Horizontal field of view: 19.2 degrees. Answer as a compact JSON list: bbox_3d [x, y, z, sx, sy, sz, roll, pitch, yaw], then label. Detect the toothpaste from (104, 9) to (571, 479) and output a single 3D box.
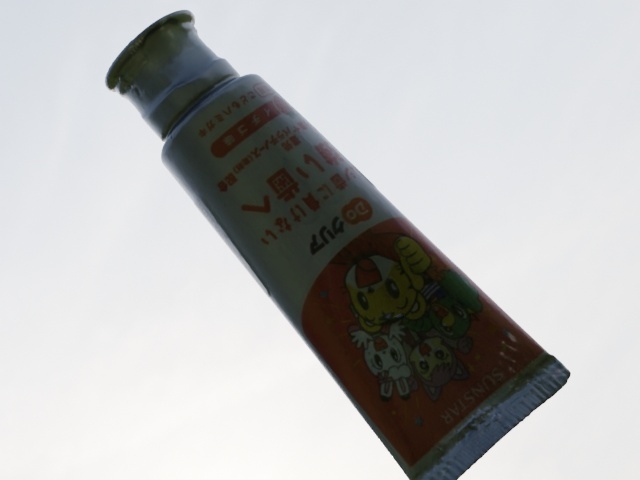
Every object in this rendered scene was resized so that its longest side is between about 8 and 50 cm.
[{"bbox_3d":[0.000,0.000,0.823,0.089,0.234,0.057,-38,-10,-23],"label":"toothpaste"}]
